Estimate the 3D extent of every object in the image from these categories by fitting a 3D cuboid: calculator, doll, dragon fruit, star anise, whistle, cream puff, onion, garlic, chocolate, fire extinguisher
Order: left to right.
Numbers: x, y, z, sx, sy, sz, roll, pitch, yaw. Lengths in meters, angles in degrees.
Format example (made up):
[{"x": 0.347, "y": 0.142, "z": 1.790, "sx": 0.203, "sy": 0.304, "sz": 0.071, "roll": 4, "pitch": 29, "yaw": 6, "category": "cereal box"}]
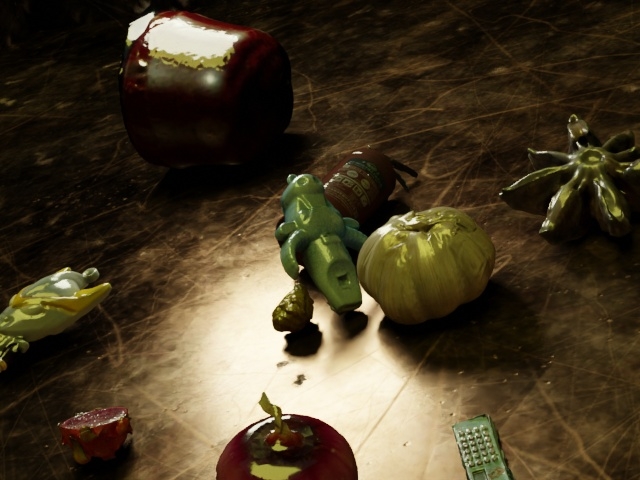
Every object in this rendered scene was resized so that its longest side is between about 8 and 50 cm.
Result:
[{"x": -0.518, "y": 0.147, "z": 2.086, "sx": 0.316, "sy": 0.103, "sz": 0.145, "roll": -44, "pitch": 12, "yaw": -25, "category": "doll"}, {"x": -0.325, "y": 0.287, "z": 1.731, "sx": 0.112, "sy": 0.068, "sz": 0.126, "roll": -13, "pitch": 7, "yaw": -30, "category": "dragon fruit"}, {"x": -0.222, "y": -0.336, "z": 2.591, "sx": 0.332, "sy": 0.383, "sz": 0.383, "roll": 0, "pitch": 30, "yaw": 20, "category": "chocolate"}, {"x": -0.041, "y": 0.290, "z": 1.455, "sx": 0.177, "sy": 0.153, "sz": 0.177, "roll": 10, "pitch": 47, "yaw": -11, "category": "onion"}, {"x": -0.040, "y": 0.114, "z": 1.898, "sx": 0.083, "sy": 0.058, "sz": 0.083, "roll": -54, "pitch": -4, "yaw": 8, "category": "cream puff"}, {"x": 0.000, "y": 0.000, "z": 1.947, "sx": 0.180, "sy": 0.093, "sz": 0.269, "roll": -6, "pitch": 57, "yaw": -36, "category": "whistle"}, {"x": 0.058, "y": -0.076, "z": 2.173, "sx": 0.337, "sy": 0.135, "sz": 0.114, "roll": -47, "pitch": -3, "yaw": -44, "category": "fire extinguisher"}, {"x": 0.165, "y": 0.028, "z": 1.845, "sx": 0.228, "sy": 0.152, "sz": 0.228, "roll": -20, "pitch": 26, "yaw": 10, "category": "garlic"}, {"x": 0.206, "y": 0.276, "z": 1.480, "sx": 0.057, "sy": 0.018, "sz": 0.172, "roll": -17, "pitch": 27, "yaw": 4, "category": "calculator"}, {"x": 0.458, "y": -0.074, "z": 1.921, "sx": 0.316, "sy": 0.139, "sz": 0.359, "roll": -17, "pitch": 40, "yaw": 17, "category": "star anise"}]
